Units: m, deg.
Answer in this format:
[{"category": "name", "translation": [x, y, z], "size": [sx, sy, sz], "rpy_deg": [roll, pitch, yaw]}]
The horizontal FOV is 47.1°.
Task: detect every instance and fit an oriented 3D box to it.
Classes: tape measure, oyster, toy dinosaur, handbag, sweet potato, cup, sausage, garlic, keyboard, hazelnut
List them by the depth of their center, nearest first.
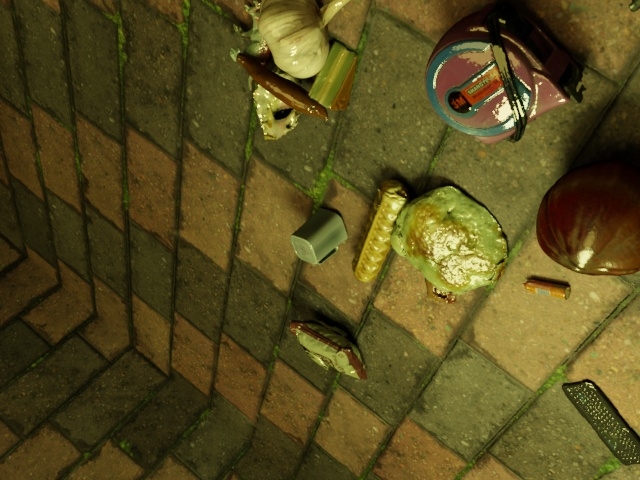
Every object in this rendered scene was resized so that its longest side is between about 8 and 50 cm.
[{"category": "tape measure", "translation": [0.319, -0.295, 1.334], "size": [0.245, 0.149, 0.231], "rpy_deg": [46, 143, -11]}, {"category": "hazelnut", "translation": [0.501, -0.035, 1.334], "size": [0.229, 0.229, 0.230], "rpy_deg": [28, 141, 25]}, {"category": "garlic", "translation": [-0.010, -0.461, 1.533], "size": [0.226, 0.199, 0.199], "rpy_deg": [-26, 107, 19]}, {"category": "sausage", "translation": [0.498, 0.106, 1.632], "size": [0.107, 0.031, 0.031], "rpy_deg": [13, 133, 39]}, {"category": "sweet potato", "translation": [-0.091, -0.354, 1.702], "size": [0.264, 0.057, 0.057], "rpy_deg": [34, 144, 3]}, {"category": "toy dinosaur", "translation": [-0.142, -0.454, 1.729], "size": [0.167, 0.053, 0.242], "rpy_deg": [18, 128, 25]}, {"category": "keyboard", "translation": [0.691, 0.443, 1.772], "size": [0.262, 0.016, 0.106], "rpy_deg": [50, 145, -5]}, {"category": "oyster", "translation": [-0.091, -0.337, 1.790], "size": [0.132, 0.072, 0.209], "rpy_deg": [3, 123, 17]}, {"category": "cup", "translation": [0.000, 0.000, 1.972], "size": [0.095, 0.129, 0.128], "rpy_deg": [22, 142, 41]}, {"category": "handbag", "translation": [0.031, 0.328, 2.264], "size": [0.235, 0.127, 0.213], "rpy_deg": [30, 166, 32]}]

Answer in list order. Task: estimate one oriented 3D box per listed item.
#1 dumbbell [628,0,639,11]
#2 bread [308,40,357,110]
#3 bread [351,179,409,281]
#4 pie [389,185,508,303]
[{"category": "dumbbell", "translation": [0.536, -0.332, 1.106], "size": [0.254, 0.110, 0.110], "rpy_deg": [52, 146, 5]}, {"category": "bread", "translation": [0.043, -0.370, 1.657], "size": [0.074, 0.084, 0.139], "rpy_deg": [34, 112, 18]}, {"category": "bread", "translation": [0.146, -0.015, 1.846], "size": [0.084, 0.077, 0.368], "rpy_deg": [33, 142, 12]}, {"category": "pie", "translation": [0.302, 0.009, 1.700], "size": [0.257, 0.105, 0.274], "rpy_deg": [-26, 107, 39]}]
